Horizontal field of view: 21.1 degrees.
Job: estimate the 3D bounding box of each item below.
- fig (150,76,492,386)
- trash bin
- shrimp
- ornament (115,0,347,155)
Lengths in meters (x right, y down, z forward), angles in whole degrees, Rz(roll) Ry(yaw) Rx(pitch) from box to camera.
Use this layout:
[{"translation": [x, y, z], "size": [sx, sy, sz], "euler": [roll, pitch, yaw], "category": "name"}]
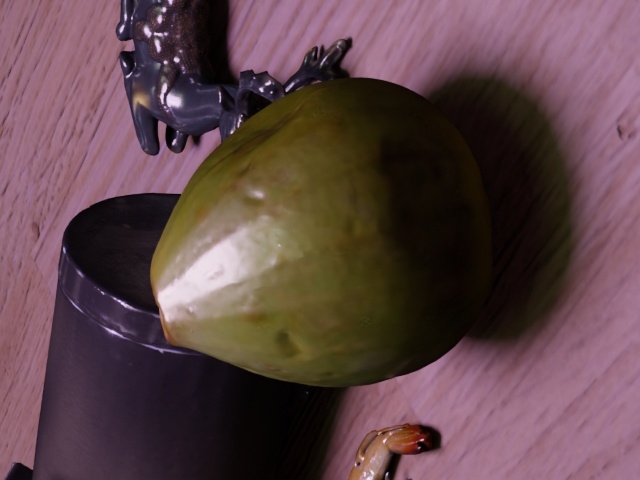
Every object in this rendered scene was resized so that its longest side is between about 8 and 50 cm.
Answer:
[{"translation": [0.007, -0.004, 1.142], "size": [0.207, 0.230, 0.207], "euler": [13, 106, 52], "category": "fig"}, {"translation": [-0.122, 0.140, 1.371], "size": [0.252, 0.203, 0.301], "euler": [16, 117, 5], "category": "trash bin"}, {"translation": [0.078, 0.201, 1.256], "size": [0.178, 0.034, 0.124], "euler": [27, 111, 53], "category": "shrimp"}, {"translation": [-0.071, -0.153, 1.350], "size": [0.236, 0.080, 0.202], "euler": [17, 112, 53], "category": "ornament"}]
